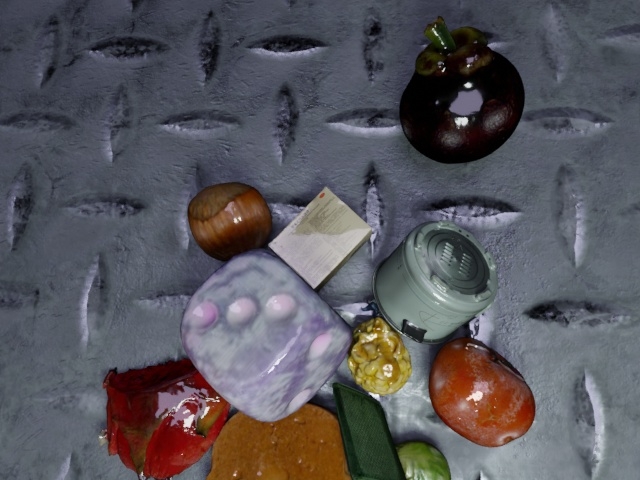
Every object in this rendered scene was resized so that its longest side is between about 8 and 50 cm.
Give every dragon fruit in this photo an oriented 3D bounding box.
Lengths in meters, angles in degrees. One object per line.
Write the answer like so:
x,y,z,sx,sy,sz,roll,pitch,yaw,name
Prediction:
-0.366,0.414,1.034,0.342,0.100,0.283,-12,72,4,dragon fruit

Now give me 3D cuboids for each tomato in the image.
0.338,0.329,0.967,0.232,0.232,0.189,40,100,11,tomato

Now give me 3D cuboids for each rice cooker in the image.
0.252,0.099,1.004,0.241,0.227,0.281,28,49,-3,rice cooker

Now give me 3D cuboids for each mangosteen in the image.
0.340,-0.337,1.056,0.296,0.313,0.297,1,70,-4,mangosteen

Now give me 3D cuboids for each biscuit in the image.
-0.092,0.541,0.942,0.349,0.078,0.456,-12,53,13,biscuit

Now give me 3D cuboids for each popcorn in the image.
0.135,0.263,1.018,0.180,0.170,0.180,-29,48,38,popcorn

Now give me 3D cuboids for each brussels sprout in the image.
0.213,0.519,0.980,0.154,0.117,0.155,0,82,-1,brussels sprout

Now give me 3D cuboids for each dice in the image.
-0.112,0.202,0.963,0.271,0.270,0.270,-46,58,-7,dice

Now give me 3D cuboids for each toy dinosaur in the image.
0.144,0.162,1.106,0.083,0.030,0.047,-27,76,-3,toy dinosaur

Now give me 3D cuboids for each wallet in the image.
0.099,0.426,0.941,0.055,0.236,0.160,-43,121,16,wallet

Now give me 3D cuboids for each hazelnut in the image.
-0.224,-0.047,1.112,0.214,0.176,0.215,8,115,17,hazelnut

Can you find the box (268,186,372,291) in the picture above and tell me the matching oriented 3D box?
0.000,0.000,1.119,0.168,0.095,0.212,44,83,10,box
